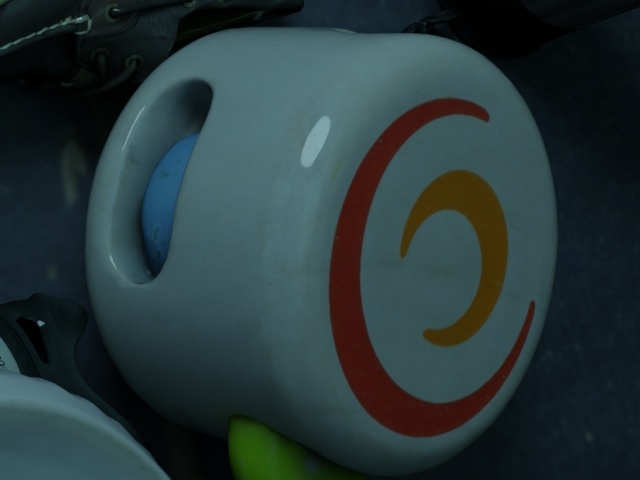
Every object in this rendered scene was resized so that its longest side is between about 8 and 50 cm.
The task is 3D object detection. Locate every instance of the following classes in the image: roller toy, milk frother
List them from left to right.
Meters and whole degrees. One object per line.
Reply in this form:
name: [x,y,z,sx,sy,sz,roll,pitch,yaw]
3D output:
roller toy: [0.000,0.000,0.801,0.209,0.146,0.191,-36,121,-39]
milk frother: [0.110,-0.119,0.906,0.129,0.135,0.143,4,80,-29]

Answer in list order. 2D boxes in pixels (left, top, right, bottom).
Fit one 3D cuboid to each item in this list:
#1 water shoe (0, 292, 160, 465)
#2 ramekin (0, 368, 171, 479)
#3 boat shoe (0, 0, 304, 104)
water shoe: [-0.095,0.119,0.784,0.080,0.073,0.203,-30,100,-39]
ramekin: [-0.142,0.161,0.599,0.273,0.127,0.272,12,73,-46]
boat shoe: [-0.093,-0.098,0.815,0.223,0.080,0.073,-30,93,-35]
